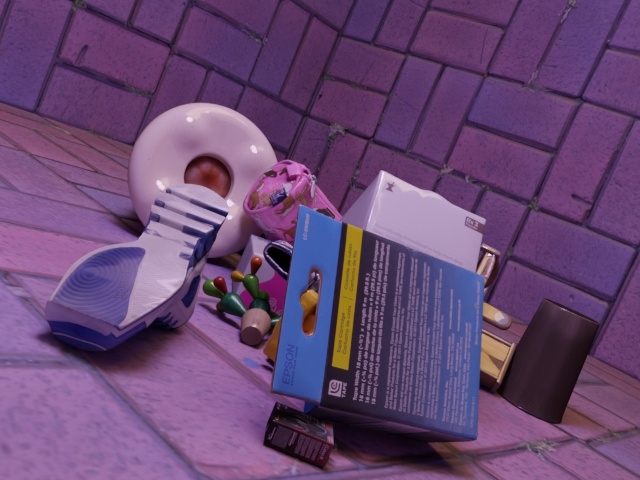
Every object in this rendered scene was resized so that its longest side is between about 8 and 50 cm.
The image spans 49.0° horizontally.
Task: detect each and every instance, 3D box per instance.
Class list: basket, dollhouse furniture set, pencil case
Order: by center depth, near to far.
[{"bbox_3d":[0.358,0.132,1.419,0.174,0.355,0.303,28,51,10],"label":"dollhouse furniture set"},{"bbox_3d":[0.499,0.254,1.530,0.154,0.226,0.204,24,7,5],"label":"basket"},{"bbox_3d":[0.000,0.000,1.587,0.167,0.160,0.386,7,-35,53],"label":"pencil case"}]

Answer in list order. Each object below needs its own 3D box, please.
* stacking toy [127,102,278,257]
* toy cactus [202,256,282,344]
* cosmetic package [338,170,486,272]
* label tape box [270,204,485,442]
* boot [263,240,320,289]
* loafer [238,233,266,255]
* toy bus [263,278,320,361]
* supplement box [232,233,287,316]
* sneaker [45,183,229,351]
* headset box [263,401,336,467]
[{"bbox_3d":[-0.337,-0.123,1.748,0.351,0.350,0.480,21,-12,-23],"label":"stacking toy"},{"bbox_3d":[-0.096,0.119,1.189,0.219,0.112,0.180,31,15,-7],"label":"toy cactus"},{"bbox_3d":[0.117,0.051,1.329,0.217,0.156,0.385,23,-27,-8],"label":"cosmetic package"},{"bbox_3d":[0.065,0.123,0.943,0.334,0.240,0.106,21,-25,-30],"label":"label tape box"},{"bbox_3d":[-0.021,0.071,1.207,0.190,0.069,0.086,36,2,4],"label":"boot"},{"bbox_3d":[-0.189,-0.038,1.895,0.366,0.133,0.130,29,9,40],"label":"loafer"},{"bbox_3d":[0.051,0.177,1.082,0.211,0.149,0.220,44,17,24],"label":"toy bus"},{"bbox_3d":[-0.107,0.072,1.404,0.111,0.113,0.220,23,5,-10],"label":"supplement box"},{"bbox_3d":[-0.229,0.071,0.960,0.128,0.182,0.315,23,36,8],"label":"sneaker"},{"bbox_3d":[-0.021,0.225,0.813,0.083,0.032,0.062,22,6,-2],"label":"headset box"}]
